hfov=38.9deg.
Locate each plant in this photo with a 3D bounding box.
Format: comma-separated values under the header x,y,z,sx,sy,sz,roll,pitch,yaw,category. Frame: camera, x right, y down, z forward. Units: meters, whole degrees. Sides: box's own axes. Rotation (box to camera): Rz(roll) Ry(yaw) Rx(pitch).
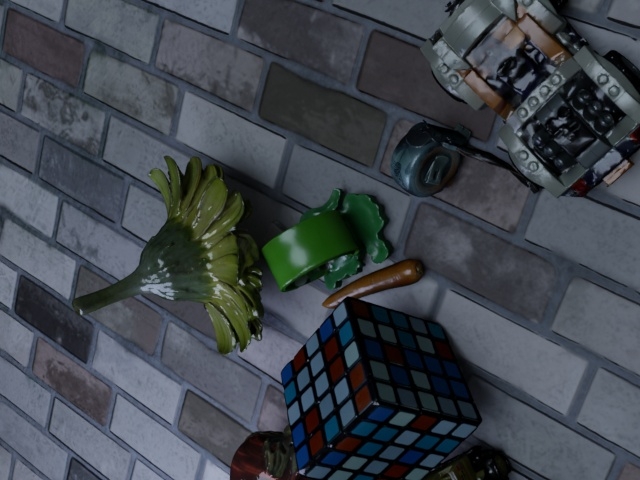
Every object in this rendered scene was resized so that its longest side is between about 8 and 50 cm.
x,y,z,sx,sy,sz,roll,pitch,yaw,category
-0.201,0.053,1.393,0.297,0.261,0.306,-43,59,-3,plant

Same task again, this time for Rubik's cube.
x,y,z,sx,sy,sz,roll,pitch,yaw,category
0.074,0.217,1.239,0.187,0.182,0.184,-52,35,29,Rubik's cube

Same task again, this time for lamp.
x,y,z,sx,sy,sz,roll,pitch,yaw,category
-0.084,0.389,1.433,0.151,0.215,0.223,35,85,-9,lamp

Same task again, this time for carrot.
x,y,z,sx,sy,sz,roll,pitch,yaw,category
0.073,0.067,1.344,0.190,0.037,0.037,-23,86,39,carrot

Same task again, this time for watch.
x,y,z,sx,sy,sz,roll,pitch,yaw,category
0.000,0.000,1.309,0.165,0.152,0.131,-32,77,36,watch

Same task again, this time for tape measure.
x,y,z,sx,sy,sz,roll,pitch,yaw,category
0.184,-0.082,1.193,0.180,0.104,0.107,35,113,25,tape measure

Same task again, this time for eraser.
x,y,z,sx,sy,sz,roll,pitch,yaw,category
-0.051,0.008,1.424,0.083,0.019,0.038,40,117,22,eraser

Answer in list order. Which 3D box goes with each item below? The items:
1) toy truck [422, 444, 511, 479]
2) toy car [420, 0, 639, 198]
x,y,z,sx,sy,sz,roll,pitch,yaw,category
0.234,0.422,1.243,0.127,0.127,0.257,-34,82,33,toy truck
0.271,-0.194,1.110,0.193,0.118,0.301,-45,74,29,toy car
